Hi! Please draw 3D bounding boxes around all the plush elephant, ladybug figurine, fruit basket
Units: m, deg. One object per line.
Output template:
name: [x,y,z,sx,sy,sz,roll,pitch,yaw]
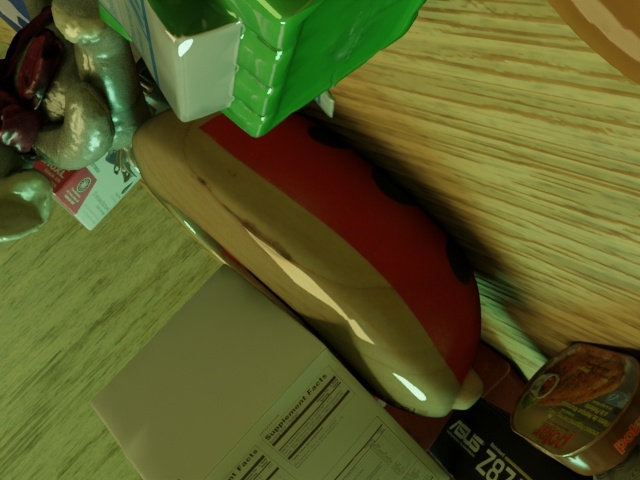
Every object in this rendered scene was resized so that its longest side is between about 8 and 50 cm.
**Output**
plush elephant: [-0.332,-0.153,1.024,0.330,0.256,0.271,80,164,-49]
ladybug figurine: [0.000,0.000,0.966,0.449,0.162,0.305,41,171,14]
fruit basket: [-0.094,-0.218,0.413,0.353,0.165,0.327,47,171,-1]

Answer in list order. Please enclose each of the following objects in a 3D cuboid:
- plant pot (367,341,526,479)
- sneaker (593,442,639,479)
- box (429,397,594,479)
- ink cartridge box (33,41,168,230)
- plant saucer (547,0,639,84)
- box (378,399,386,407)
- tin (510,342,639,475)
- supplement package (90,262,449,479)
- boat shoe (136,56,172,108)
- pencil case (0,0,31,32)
plant pot: [0.135,0.238,1.239,0.267,0.267,0.235,37,156,36]
sneaker: [0.336,0.221,0.670,0.180,0.124,0.321,46,170,-12]
box: [0.315,0.309,0.891,0.318,0.097,0.395,32,-179,-18]
ink cartridge box: [-0.287,-0.150,1.274,0.100,0.237,0.172,39,170,11]
plant saucer: [0.134,-0.107,0.330,0.200,0.037,0.200,41,170,9]
box: [0.106,0.342,1.578,0.343,0.312,0.179,40,170,17]
tin: [0.228,0.145,0.816,0.040,0.106,0.190,45,175,-6]
supplement package: [-0.046,0.202,0.944,0.199,0.198,0.262,34,168,50]
boat shoe: [-0.155,-0.152,1.207,0.233,0.079,0.084,48,169,-35]
pencil case: [-0.378,-0.350,1.141,0.119,0.133,0.306,-26,120,31]
